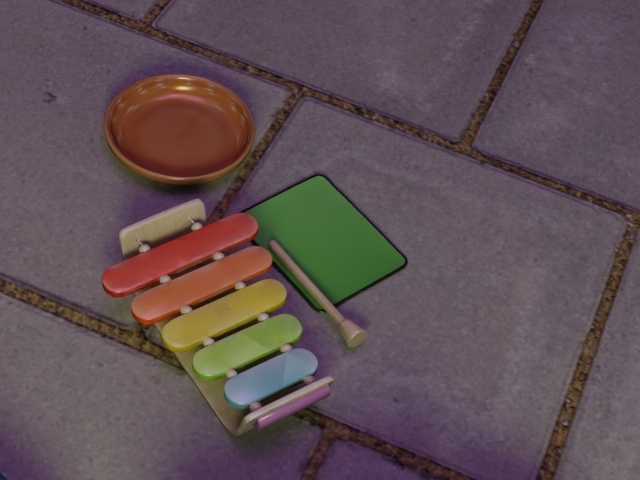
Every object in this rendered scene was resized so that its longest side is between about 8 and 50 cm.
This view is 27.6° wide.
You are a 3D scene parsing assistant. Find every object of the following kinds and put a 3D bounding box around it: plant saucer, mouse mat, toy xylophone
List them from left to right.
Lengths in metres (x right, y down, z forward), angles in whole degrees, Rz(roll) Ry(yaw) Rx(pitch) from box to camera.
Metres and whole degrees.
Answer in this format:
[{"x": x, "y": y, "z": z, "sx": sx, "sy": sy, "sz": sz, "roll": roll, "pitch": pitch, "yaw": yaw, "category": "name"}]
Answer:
[{"x": -0.187, "y": -0.143, "z": 1.734, "sx": 0.200, "sy": 0.037, "sz": 0.200, "roll": 5, "pitch": 48, "yaw": -5, "category": "plant saucer"}, {"x": -0.092, "y": 0.081, "z": 1.525, "sx": 0.236, "sy": 0.081, "sz": 0.323, "roll": -32, "pitch": 61, "yaw": -29, "category": "toy xylophone"}, {"x": 0.000, "y": 0.000, "z": 1.663, "sx": 0.153, "sy": 0.007, "sz": 0.189, "roll": -28, "pitch": 58, "yaw": -28, "category": "mouse mat"}]

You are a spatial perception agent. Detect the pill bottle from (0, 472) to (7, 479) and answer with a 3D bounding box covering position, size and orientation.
[{"x": -0.377, "y": 0.270, "z": 1.277, "sx": 0.264, "sy": 0.146, "sz": 0.146, "roll": 40, "pitch": 55, "yaw": 23, "category": "pill bottle"}]
